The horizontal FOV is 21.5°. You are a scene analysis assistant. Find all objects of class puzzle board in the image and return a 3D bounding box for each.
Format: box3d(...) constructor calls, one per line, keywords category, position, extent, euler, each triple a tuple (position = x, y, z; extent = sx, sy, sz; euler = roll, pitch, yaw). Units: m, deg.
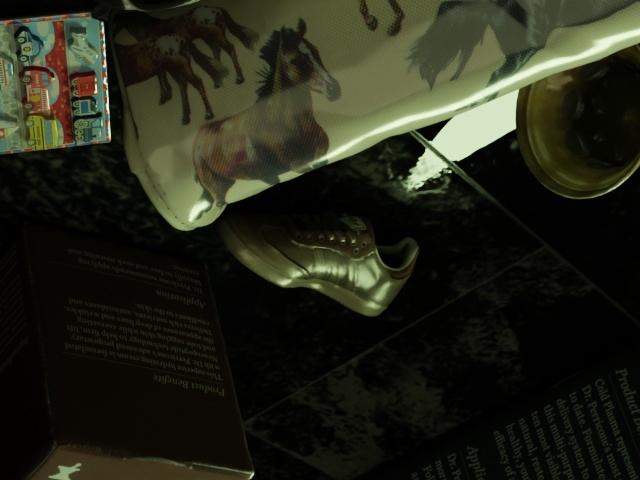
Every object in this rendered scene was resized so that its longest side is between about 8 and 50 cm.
box3d(category="puzzle board", position=(-0.192, -0.103, 1.135), extent=(0.096, 0.011, 0.128), euler=(-8, 142, -10))

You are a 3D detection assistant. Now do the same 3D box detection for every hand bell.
box3d(category="hand bell", position=(0.274, -0.088, 1.270), extent=(0.242, 0.126, 0.126), euler=(3, 141, -42))

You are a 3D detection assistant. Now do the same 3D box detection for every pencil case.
box3d(category="pencil case", position=(0.067, -0.154, 1.045), extent=(0.410, 0.183, 0.160), euler=(-23, 114, 9))

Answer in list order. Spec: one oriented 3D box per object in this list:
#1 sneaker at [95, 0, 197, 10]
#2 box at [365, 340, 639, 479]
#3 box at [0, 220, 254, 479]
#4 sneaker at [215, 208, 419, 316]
box3d(category="sneaker", position=(-0.025, -0.202, 0.955), extent=(0.262, 0.099, 0.121), euler=(-17, -176, 28))
box3d(category="box", position=(0.356, 0.349, 1.676), extent=(0.472, 0.297, 0.480), euler=(-28, 141, 18))
box3d(category="box", position=(-0.178, 0.125, 1.274), extent=(0.168, 0.203, 0.167), euler=(16, 134, -34))
box3d(category="sneaker", position=(0.000, 0.000, 1.309), extent=(0.188, 0.066, 0.071), euler=(22, 113, -46))
